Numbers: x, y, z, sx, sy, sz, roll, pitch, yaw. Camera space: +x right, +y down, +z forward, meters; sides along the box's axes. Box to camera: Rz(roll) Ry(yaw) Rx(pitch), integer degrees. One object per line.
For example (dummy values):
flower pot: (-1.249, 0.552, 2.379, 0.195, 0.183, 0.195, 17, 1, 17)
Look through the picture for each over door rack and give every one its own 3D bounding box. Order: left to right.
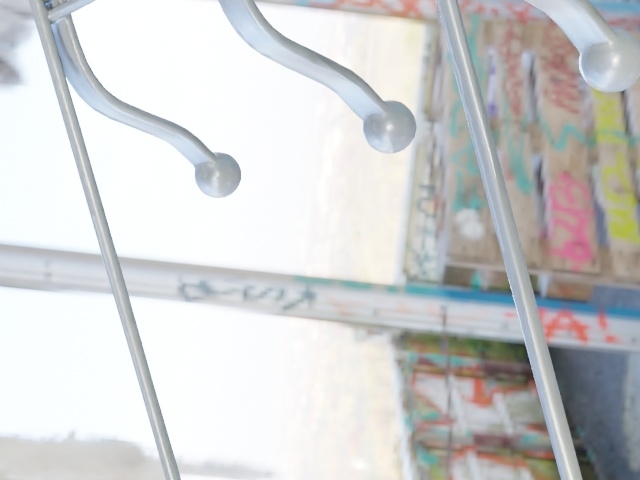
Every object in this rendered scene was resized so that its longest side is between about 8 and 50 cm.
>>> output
over door rack: (0.000, 0.000, 0.496, 0.239, 0.108, 0.324, -12, 82, 48)
